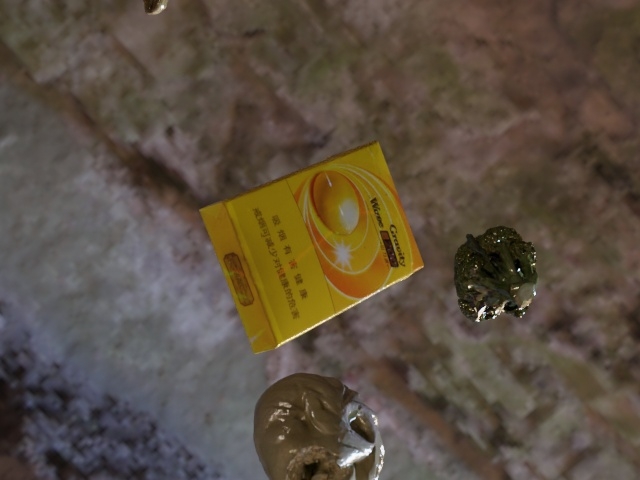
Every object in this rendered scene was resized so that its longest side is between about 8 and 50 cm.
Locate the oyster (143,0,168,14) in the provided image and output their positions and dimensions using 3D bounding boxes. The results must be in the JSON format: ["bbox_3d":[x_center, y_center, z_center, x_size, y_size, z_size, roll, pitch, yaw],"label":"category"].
[{"bbox_3d":[-0.195,-0.445,1.646,0.166,0.110,0.341,-12,-89,68],"label":"oyster"}]

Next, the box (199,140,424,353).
[{"bbox_3d":[0.000,0.000,1.416,0.269,0.043,0.152,-26,98,-50],"label":"box"}]

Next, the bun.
[{"bbox_3d":[0.005,0.257,1.785,0.178,0.128,0.193,45,24,-21],"label":"bun"}]

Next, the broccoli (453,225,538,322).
[{"bbox_3d":[0.230,0.046,1.803,0.130,0.131,0.120,2,22,-33],"label":"broccoli"}]
